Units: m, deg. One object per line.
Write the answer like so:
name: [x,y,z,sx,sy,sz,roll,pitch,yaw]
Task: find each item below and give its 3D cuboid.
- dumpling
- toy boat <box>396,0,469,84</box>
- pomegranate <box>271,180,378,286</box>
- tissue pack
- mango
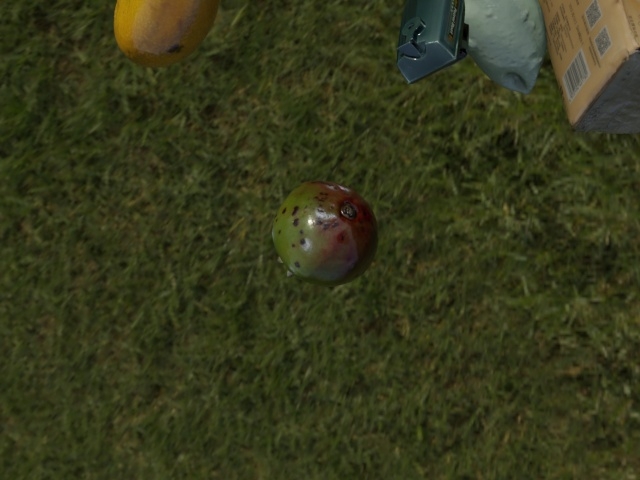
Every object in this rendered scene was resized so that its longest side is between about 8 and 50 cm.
dumpling: [0.207,-0.278,1.248,0.105,0.149,0.217,-36,134,15]
toy boat: [0.102,-0.200,0.907,0.055,0.141,0.060,-24,131,38]
pomegranate: [0.007,0.003,1.228,0.129,0.129,0.159,11,149,8]
tissue pack: [0.457,-0.336,1.494,0.238,0.305,0.238,-8,155,-4]
mango: [-0.199,-0.353,1.424,0.120,0.177,0.295,5,152,-31]
